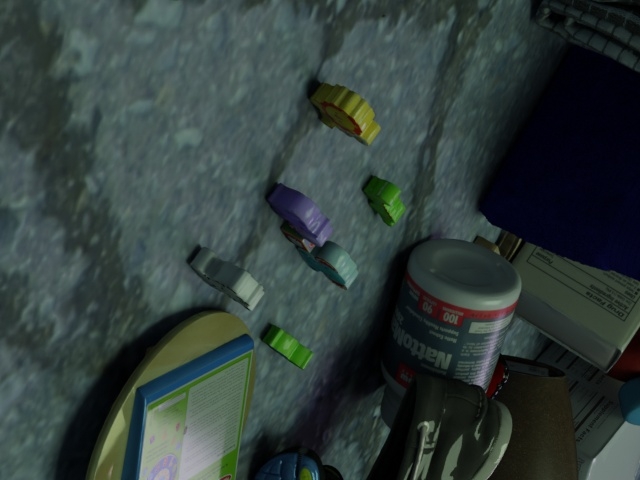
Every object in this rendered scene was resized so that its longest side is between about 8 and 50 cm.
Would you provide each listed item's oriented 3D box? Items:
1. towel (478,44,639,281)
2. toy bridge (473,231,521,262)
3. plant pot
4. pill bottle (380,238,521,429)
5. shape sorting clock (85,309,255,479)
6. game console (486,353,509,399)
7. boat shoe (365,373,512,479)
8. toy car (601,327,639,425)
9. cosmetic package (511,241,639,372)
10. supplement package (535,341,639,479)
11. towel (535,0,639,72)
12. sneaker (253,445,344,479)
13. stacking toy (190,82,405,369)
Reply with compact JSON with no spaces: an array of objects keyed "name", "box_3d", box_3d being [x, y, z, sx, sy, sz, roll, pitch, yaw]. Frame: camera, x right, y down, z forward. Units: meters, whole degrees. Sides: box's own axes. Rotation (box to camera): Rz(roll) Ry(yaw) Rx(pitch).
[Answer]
[{"name":"towel","box_3d":[0.312,-0.072,1.186,0.227,0.308,0.076,-56,134,-9]},{"name":"toy bridge","box_3d":[0.174,0.019,1.330,0.188,0.026,0.063,-53,153,-12]},{"name":"plant pot","box_3d":[0.201,0.250,1.438,0.215,0.215,0.230,1,101,-60]},{"name":"pill bottle","box_3d":[0.116,0.099,1.218,0.108,0.108,0.180,-25,136,-49]},{"name":"shape sorting clock","box_3d":[-0.110,0.148,0.951,0.206,0.040,0.206,-43,142,-48]},{"name":"game console","box_3d":[0.161,0.137,1.331,0.085,0.124,0.144,1,133,-32]},{"name":"boat shoe","box_3d":[0.047,0.264,1.174,0.335,0.095,0.112,-59,-163,12]},{"name":"toy car","box_3d":[0.338,0.081,1.555,0.238,0.219,0.210,9,144,-20]},{"name":"cosmetic package","box_3d":[0.337,-0.023,1.413,0.296,0.153,0.129,-53,165,-11]},{"name":"supplement package","box_3d":[0.336,0.277,1.729,0.204,0.145,0.262,-40,146,-35]},{"name":"towel","box_3d":[0.363,-0.238,1.121,0.235,0.284,0.121,-46,149,-28]},{"name":"sneaker","box_3d":[-0.015,0.230,1.181,0.078,0.067,0.188,-56,158,-26]},{"name":"stacking toy","box_3d":[0.000,0.000,0.985,0.167,0.052,0.221,-55,153,-11]}]
